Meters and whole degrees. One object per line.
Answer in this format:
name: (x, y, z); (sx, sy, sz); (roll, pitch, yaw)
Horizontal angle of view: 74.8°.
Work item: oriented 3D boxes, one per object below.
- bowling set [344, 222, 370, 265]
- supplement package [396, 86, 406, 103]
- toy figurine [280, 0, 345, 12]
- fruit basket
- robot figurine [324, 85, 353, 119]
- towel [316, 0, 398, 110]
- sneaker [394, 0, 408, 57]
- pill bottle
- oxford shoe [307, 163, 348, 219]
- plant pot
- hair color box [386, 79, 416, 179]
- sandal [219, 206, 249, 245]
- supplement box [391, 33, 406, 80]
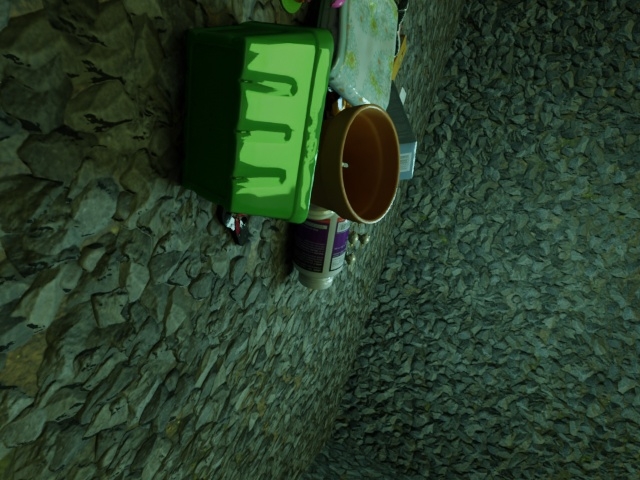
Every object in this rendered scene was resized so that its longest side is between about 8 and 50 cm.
bowling set: (0.128, -0.045, 1.784); (0.200, 0.154, 0.287); (51, 58, -68)
supplement package: (0.300, -0.585, 1.860); (0.105, 0.105, 0.179); (-6, 111, -70)
toy figurine: (-0.002, -0.586, 0.927); (0.173, 0.159, 0.130); (51, 59, -67)
fruit basket: (-0.091, -0.246, 0.871); (0.392, 0.283, 0.392); (-30, 133, -38)
robot figurine: (0.068, -0.500, 1.314); (0.291, 0.085, 0.211); (80, 32, -54)
towel: (0.115, -0.562, 1.172); (0.320, 0.090, 0.374); (16, 79, -53)
sneaker: (0.263, -0.837, 1.588); (0.118, 0.107, 0.279); (-78, 177, -54)
pill bottle: (0.000, 0.000, 1.426); (0.181, 0.182, 0.323); (-42, 146, -56)
oxford shoe: (0.028, -0.228, 1.333); (0.449, 0.169, 0.130); (-64, 164, -45)
plant pot: (0.052, -0.193, 1.086); (0.291, 0.203, 0.290); (-11, 104, -52)
hair color box: (0.266, -0.429, 1.621); (0.185, 0.114, 0.374); (82, 0, -54)
sandal: (-0.201, -0.042, 1.038); (0.179, 0.040, 0.067); (74, 38, -59)
supplement box: (0.286, -0.736, 1.730); (0.233, 0.080, 0.078); (-66, 161, -14)
